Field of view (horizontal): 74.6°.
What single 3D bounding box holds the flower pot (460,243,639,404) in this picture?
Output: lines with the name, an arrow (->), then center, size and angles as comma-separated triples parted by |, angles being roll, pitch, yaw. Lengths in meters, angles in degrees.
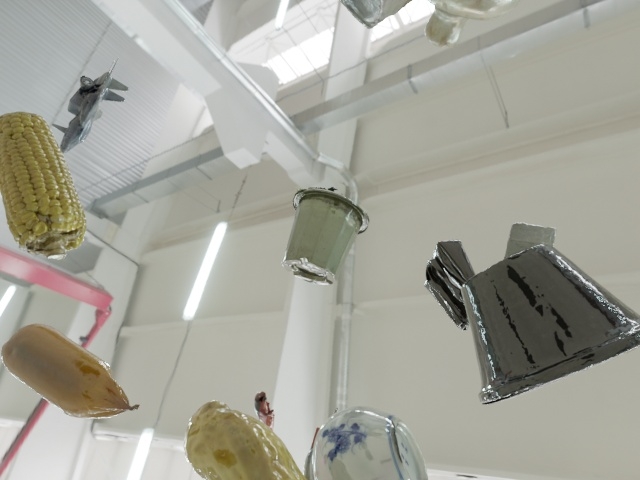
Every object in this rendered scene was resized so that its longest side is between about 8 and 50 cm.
flower pot -> 0.470, 0.161, 0.902 | 0.379, 0.379, 0.251 | -30, -116, 19

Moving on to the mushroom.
mushroom -> 0.303, -0.539, 0.901 | 0.243, 0.243, 0.244 | -20, -128, 27

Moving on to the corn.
corn -> -0.504, -0.103, 0.743 | 0.119, 0.119, 0.322 | -34, -108, 15

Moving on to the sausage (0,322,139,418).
sausage -> -0.488, 0.262, 0.817 | 0.327, 0.112, 0.112 | 20, -106, 22

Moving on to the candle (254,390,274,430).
candle -> -0.200, 0.659, 1.506 | 0.059, 0.302, 0.084 | -21, -139, -34

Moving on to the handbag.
handbag -> 0.480, 0.166, 1.513 | 0.113, 0.286, 0.257 | -14, -130, -11

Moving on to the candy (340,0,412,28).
candy -> 0.076, -0.409, 0.535 | 0.137, 0.185, 0.195 | -39, -179, -23

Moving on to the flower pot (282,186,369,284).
flower pot -> 0.000, 0.000, 1.415 | 0.290, 0.290, 0.259 | 0, -120, 38

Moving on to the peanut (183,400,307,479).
peanut -> -0.103, 0.381, 0.652 | 0.147, 0.147, 0.306 | -43, -113, 7

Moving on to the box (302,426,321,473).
box -> 0.017, 0.684, 1.317 | 0.112, 0.048, 0.175 | -5, -142, 23

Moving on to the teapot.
teapot -> 0.065, 0.487, 0.860 | 0.279, 0.253, 0.424 | -29, -165, 16

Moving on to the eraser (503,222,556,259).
eraser -> 0.535, 0.130, 1.117 | 0.111, 0.077, 0.353 | 11, -86, 29

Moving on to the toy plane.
toy plane -> -0.561, -0.306, 0.994 | 0.212, 0.088, 0.268 | -37, -152, 45
